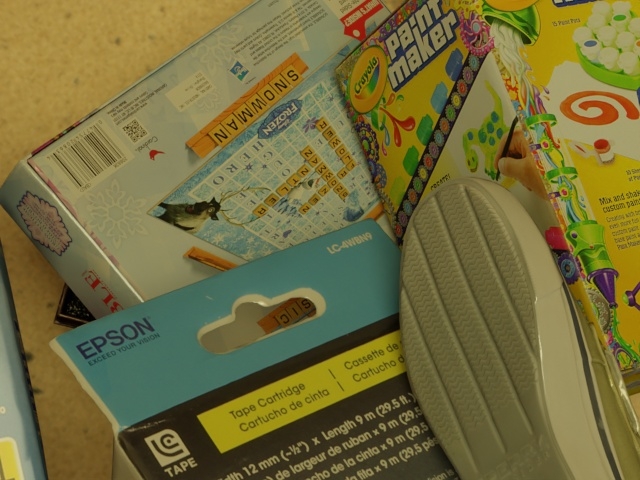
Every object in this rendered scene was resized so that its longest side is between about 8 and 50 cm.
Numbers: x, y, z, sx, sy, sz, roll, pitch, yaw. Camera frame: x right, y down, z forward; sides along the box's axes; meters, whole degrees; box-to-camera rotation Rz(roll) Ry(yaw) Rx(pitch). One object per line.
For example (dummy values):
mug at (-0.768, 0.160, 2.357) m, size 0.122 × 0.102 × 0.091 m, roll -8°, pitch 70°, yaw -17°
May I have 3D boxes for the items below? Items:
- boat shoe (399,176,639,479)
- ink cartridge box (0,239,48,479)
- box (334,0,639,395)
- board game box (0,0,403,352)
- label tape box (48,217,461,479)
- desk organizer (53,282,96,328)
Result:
boat shoe at (0.128, 0.104, 1.074) m, size 0.094 × 0.109 × 0.302 m, roll 11°, pitch 53°, yaw -45°
ink cartridge box at (-0.278, 0.014, 1.201) m, size 0.151 × 0.270 × 0.395 m, roll -13°, pitch 85°, yaw -11°
box at (0.210, -0.048, 1.263) m, size 0.290 × 0.177 × 0.279 m, roll -12°, pitch 77°, yaw -30°
board game box at (0.000, 0.000, 1.284) m, size 0.318 × 0.066 × 0.318 m, roll -39°, pitch 89°, yaw -35°
label tape box at (0.021, 0.178, 1.090) m, size 0.249 × 0.115 × 0.348 m, roll -21°, pitch 64°, yaw -37°
desk organizer at (-0.149, 0.000, 1.332) m, size 0.047 × 0.050 × 0.130 m, roll 16°, pitch 81°, yaw -6°
